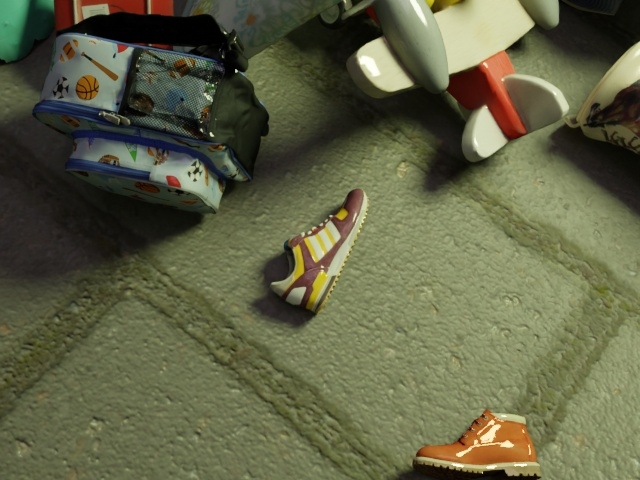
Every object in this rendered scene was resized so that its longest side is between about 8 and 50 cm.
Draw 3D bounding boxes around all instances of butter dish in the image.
[{"bbox_3d":[-0.289,-0.313,1.096,0.160,0.118,0.160,0,108,-8],"label":"butter dish"}]

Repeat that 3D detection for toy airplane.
[{"bbox_3d":[0.200,-0.306,1.044,0.384,0.272,0.386,14,51,-20],"label":"toy airplane"}]

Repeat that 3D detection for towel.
[{"bbox_3d":[-0.050,-0.417,1.050,0.090,0.321,0.374,31,55,-33],"label":"towel"}]

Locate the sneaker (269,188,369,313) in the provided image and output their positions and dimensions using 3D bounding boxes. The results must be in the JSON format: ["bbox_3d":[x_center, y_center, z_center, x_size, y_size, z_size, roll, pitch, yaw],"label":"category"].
[{"bbox_3d":[0.000,0.000,1.008,0.084,0.069,0.185,24,66,0],"label":"sneaker"}]

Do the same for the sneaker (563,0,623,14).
[{"bbox_3d":[0.378,-0.512,1.229,0.316,0.127,0.182,29,70,9],"label":"sneaker"}]

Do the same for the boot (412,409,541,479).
[{"bbox_3d":[0.184,0.248,0.929,0.158,0.059,0.084,4,63,-13],"label":"boot"}]

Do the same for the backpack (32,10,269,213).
[{"bbox_3d":[-0.216,-0.152,0.967,0.263,0.276,0.213,20,80,7],"label":"backpack"}]

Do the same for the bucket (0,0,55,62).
[{"bbox_3d":[-0.509,-0.396,1.067,0.281,0.183,0.281,2,67,-5],"label":"bucket"}]

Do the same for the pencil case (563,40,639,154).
[{"bbox_3d":[0.552,-0.116,1.053,0.410,0.160,0.183,38,111,13],"label":"pencil case"}]
